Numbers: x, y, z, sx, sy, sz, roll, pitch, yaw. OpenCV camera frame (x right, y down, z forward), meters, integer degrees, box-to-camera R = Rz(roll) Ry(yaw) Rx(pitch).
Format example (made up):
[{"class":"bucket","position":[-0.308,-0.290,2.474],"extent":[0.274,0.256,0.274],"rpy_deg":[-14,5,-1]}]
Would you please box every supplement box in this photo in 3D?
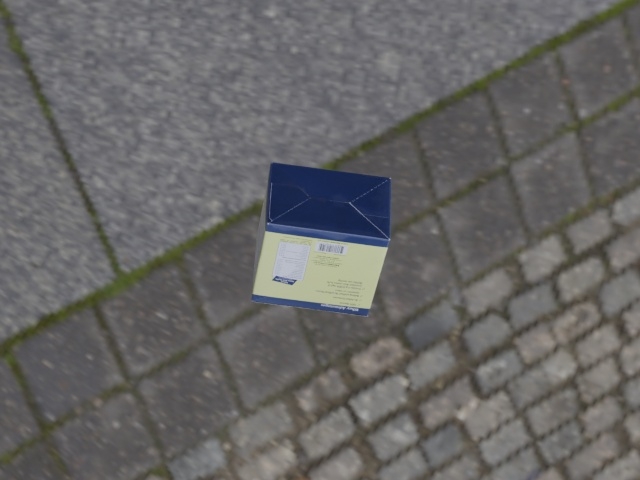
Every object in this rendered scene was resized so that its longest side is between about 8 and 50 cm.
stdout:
[{"class":"supplement box","position":[0.000,0.000,1.183],"extent":[0.083,0.056,0.083],"rpy_deg":[8,139,-5]}]
